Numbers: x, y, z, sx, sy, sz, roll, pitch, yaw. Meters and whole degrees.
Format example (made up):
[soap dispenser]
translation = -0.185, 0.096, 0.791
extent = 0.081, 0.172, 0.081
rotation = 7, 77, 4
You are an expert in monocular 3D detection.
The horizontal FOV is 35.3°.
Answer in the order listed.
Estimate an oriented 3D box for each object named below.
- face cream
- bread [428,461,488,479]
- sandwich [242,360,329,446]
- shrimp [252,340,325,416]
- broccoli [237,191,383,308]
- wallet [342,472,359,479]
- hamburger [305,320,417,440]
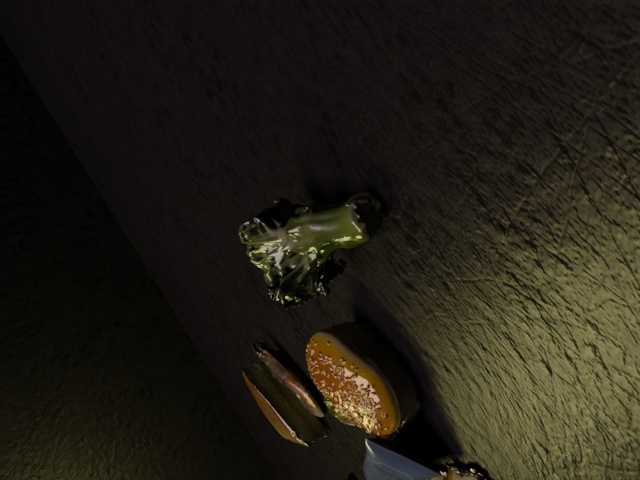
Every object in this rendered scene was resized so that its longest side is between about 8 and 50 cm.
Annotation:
[face cream]
translation = 0.126, 0.399, 1.797
extent = 0.135, 0.086, 0.385
rotation = 25, 165, 5
[bread]
translation = 0.294, 0.546, 1.728
extent = 0.345, 0.242, 0.405
rotation = -166, 79, -73
[sandwich]
translation = -0.085, 0.402, 2.447
extent = 0.258, 0.094, 0.096
rotation = 50, 161, 20
[shrimp]
translation = -0.075, 0.327, 2.360
extent = 0.251, 0.052, 0.144
rotation = 47, 163, 31
[broccoli]
translation = 0.003, -0.006, 1.413
extent = 0.304, 0.145, 0.165
rotation = -26, 86, 63
[wallet]
translation = 0.126, 0.625, 2.289
extent = 0.167, 0.036, 0.222
rotation = 47, 171, 32
[hamburger]
translation = 0.065, 0.230, 1.647
extent = 0.210, 0.116, 0.173
rotation = 42, 157, 34
